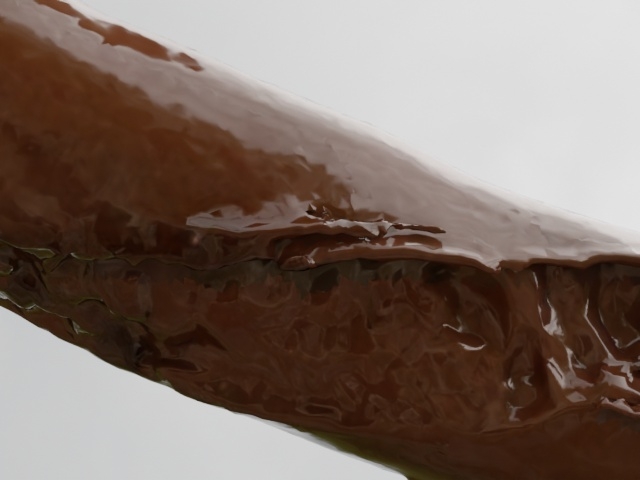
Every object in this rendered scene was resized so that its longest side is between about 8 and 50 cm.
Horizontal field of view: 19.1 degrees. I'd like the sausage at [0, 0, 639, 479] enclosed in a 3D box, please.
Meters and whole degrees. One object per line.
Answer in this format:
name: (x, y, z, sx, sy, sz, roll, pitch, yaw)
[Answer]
sausage: (-0.001, 0.001, 0.413, 0.327, 0.079, 0.087, 23, -56, -4)
